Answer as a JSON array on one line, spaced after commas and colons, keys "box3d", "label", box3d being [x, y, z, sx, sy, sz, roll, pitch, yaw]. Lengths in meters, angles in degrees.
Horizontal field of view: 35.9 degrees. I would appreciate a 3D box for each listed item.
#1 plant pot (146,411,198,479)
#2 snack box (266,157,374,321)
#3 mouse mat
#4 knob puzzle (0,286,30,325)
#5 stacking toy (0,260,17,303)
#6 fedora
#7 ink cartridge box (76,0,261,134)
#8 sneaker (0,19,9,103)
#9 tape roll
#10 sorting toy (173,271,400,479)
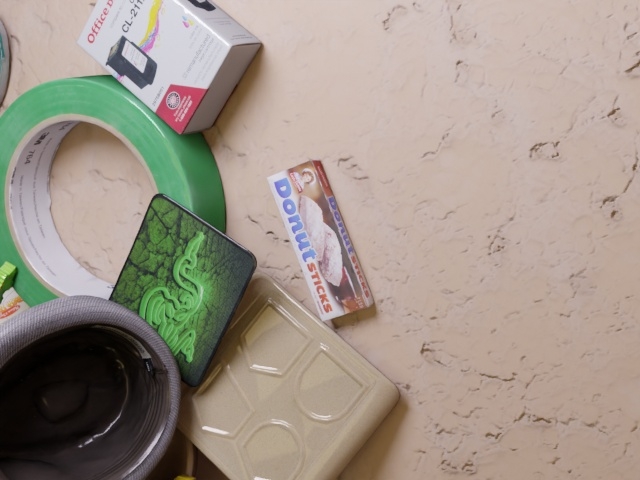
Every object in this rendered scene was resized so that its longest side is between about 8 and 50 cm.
[{"box3d": [-0.262, 0.271, 1.247, 0.237, 0.110, 0.237, -1, 82, 9], "label": "plant pot"}, {"box3d": [0.000, 0.000, 1.125, 0.064, 0.022, 0.178, -20, 93, 29], "label": "snack box"}, {"box3d": [-0.166, 0.059, 1.141, 0.152, 0.007, 0.190, 32, 112, 15], "label": "mouse mat"}, {"box3d": [-0.452, 0.091, 1.342, 0.213, 0.030, 0.213, 0, 89, 6], "label": "knob puzzle"}, {"box3d": [-0.381, 0.155, 1.203, 0.167, 0.052, 0.221, 27, 84, 17], "label": "stacking toy"}, {"box3d": [-0.294, 0.187, 1.100, 0.124, 0.275, 0.244, -5, 113, 54], "label": "fedora"}, {"box3d": [-0.176, -0.225, 1.129, 0.175, 0.072, 0.127, 41, 117, 12], "label": "ink cartridge box"}, {"box3d": [-0.506, -0.169, 1.277, 0.108, 0.121, 0.302, 39, 116, 13], "label": "sneaker"}, {"box3d": [-0.273, -0.042, 1.220, 0.321, 0.077, 0.321, 7, 105, 25], "label": "tape roll"}, {"box3d": [-0.082, 0.221, 1.160, 0.229, 0.041, 0.307, 40, 95, 14], "label": "sorting toy"}]
